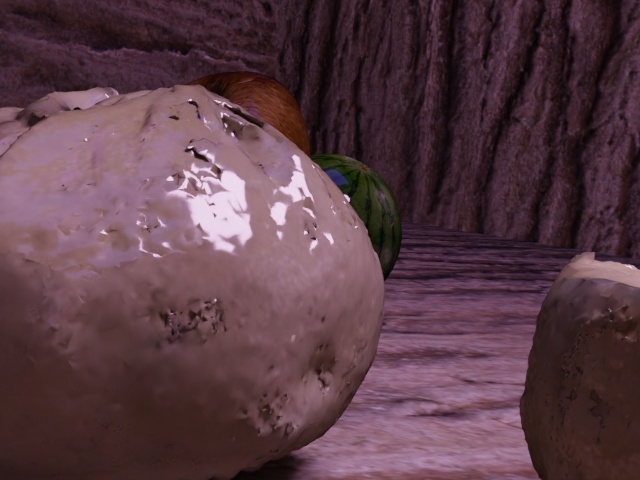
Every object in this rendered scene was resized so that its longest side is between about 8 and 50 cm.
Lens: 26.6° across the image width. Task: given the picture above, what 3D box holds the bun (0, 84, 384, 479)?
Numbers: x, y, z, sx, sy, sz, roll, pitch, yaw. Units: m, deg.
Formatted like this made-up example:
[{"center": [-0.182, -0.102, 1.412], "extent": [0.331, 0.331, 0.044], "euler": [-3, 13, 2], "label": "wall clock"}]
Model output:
[{"center": [-0.140, 0.025, 0.807], "extent": [0.362, 0.234, 0.326], "euler": [-1, 10, -4], "label": "bun"}]

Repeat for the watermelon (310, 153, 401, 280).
[{"center": [0.000, 0.000, 1.632], "extent": [0.188, 0.214, 0.188], "euler": [24, 25, -12], "label": "watermelon"}]

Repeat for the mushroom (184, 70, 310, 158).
[{"center": [-0.156, -0.057, 1.509], "extent": [0.345, 0.239, 0.345], "euler": [-8, 44, 8], "label": "mushroom"}]

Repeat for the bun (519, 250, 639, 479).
[{"center": [0.217, 0.105, 0.673], "extent": [0.259, 0.152, 0.259], "euler": [18, 4, -1], "label": "bun"}]
